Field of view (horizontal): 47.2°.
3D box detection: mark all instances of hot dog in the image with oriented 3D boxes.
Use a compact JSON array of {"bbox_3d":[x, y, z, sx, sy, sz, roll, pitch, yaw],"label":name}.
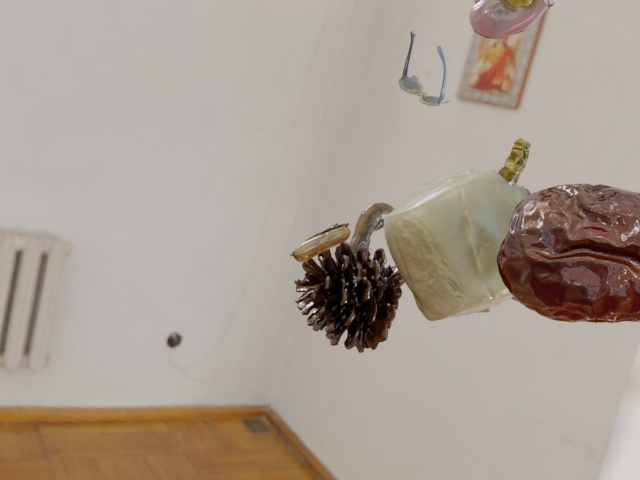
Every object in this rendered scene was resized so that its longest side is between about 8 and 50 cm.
[{"bbox_3d":[0.000,0.000,1.405,0.133,0.041,0.056,-26,-15,-13],"label":"hot dog"}]

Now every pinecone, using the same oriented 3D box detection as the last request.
[{"bbox_3d":[0.063,0.118,1.663,0.264,0.264,0.264,13,10,-2],"label":"pinecone"}]

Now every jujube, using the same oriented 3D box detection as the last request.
[{"bbox_3d":[0.436,0.031,1.096,0.342,0.216,0.216,7,4,36],"label":"jujube"}]

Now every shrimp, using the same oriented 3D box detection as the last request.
[{"bbox_3d":[0.155,0.023,2.084,0.198,0.262,0.051,20,6,-39],"label":"shrimp"}]

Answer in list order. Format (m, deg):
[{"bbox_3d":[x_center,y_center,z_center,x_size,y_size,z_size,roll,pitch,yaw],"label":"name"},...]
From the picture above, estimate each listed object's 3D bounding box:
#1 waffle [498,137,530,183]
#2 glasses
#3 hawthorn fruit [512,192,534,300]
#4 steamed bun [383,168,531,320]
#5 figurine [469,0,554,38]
[{"bbox_3d":[0.420,-0.142,1.647,0.051,0.149,0.194,29,-20,10],"label":"waffle"},{"bbox_3d":[0.304,-0.519,2.245,0.189,0.088,0.220,47,-15,36],"label":"glasses"},{"bbox_3d":[0.546,0.039,1.779,0.265,0.265,0.307,23,-2,40],"label":"hawthorn fruit"},{"bbox_3d":[0.295,-0.003,1.443,0.273,0.272,0.290,-31,85,-46],"label":"steamed bun"},{"bbox_3d":[0.417,-0.598,1.674,0.284,0.206,0.315,17,-13,-1],"label":"figurine"}]
